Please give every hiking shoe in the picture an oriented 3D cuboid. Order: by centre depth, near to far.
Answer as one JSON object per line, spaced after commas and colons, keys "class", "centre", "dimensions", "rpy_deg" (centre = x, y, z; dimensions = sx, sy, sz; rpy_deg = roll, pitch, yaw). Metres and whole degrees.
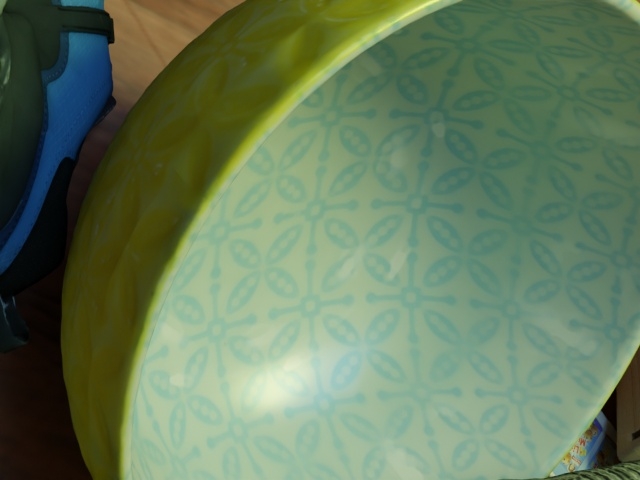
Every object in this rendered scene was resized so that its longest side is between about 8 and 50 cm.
{"class": "hiking shoe", "centre": [-0.138, -0.111, 0.588], "dimensions": [0.132, 0.113, 0.304], "rpy_deg": [66, 25, -46]}

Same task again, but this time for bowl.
{"class": "bowl", "centre": [0.000, 0.000, 0.603], "dimensions": [0.289, 0.290, 0.156], "rpy_deg": [-5, 31, -41]}

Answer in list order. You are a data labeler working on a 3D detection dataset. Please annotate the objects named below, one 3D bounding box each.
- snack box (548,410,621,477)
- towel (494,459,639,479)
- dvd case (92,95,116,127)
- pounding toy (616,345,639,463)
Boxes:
{"class": "snack box", "centre": [0.164, 0.155, 0.784], "dimensions": [0.178, 0.022, 0.064], "rpy_deg": [53, 47, -8]}
{"class": "towel", "centre": [0.158, 0.252, 0.647], "dimensions": [0.312, 0.056, 0.324], "rpy_deg": [2, 95, -41]}
{"class": "dvd case", "centre": [-0.204, -0.093, 0.588], "dimensions": [0.221, 0.018, 0.164], "rpy_deg": [48, 47, -12]}
{"class": "pounding toy", "centre": [0.220, 0.065, 0.831], "dimensions": [0.181, 0.094, 0.206], "rpy_deg": [43, 30, -16]}
